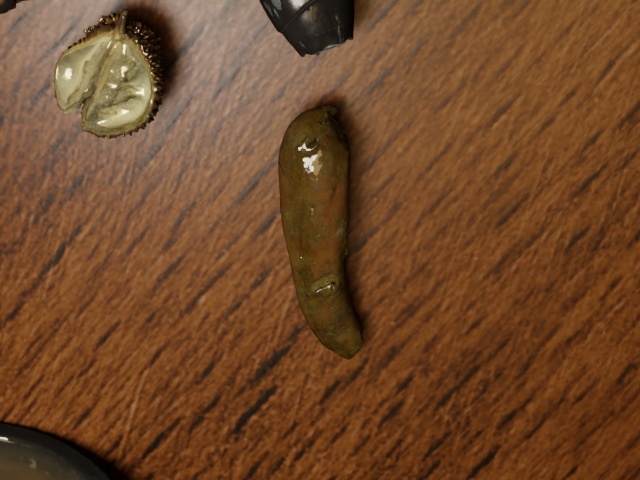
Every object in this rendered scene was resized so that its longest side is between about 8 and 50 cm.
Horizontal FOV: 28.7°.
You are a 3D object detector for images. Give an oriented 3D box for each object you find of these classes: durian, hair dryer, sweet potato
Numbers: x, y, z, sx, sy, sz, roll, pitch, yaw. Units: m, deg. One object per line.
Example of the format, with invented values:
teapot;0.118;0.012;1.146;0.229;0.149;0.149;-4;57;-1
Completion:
durian;-0.190;-0.168;1.183;0.110;0.071;0.140;25;127;1
hair dryer;0.056;-0.310;1.123;0.272;0.091;0.235;-18;98;-1
sweet potato;0.000;0.000;1.234;0.075;0.075;0.273;-3;113;6

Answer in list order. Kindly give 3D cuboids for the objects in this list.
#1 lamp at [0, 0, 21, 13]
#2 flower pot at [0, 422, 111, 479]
lamp;-0.307;-0.287;1.068;0.227;0.227;0.226;2;111;4
flower pot;-0.376;0.399;1.313;0.379;0.379;0.251;8;132;2
